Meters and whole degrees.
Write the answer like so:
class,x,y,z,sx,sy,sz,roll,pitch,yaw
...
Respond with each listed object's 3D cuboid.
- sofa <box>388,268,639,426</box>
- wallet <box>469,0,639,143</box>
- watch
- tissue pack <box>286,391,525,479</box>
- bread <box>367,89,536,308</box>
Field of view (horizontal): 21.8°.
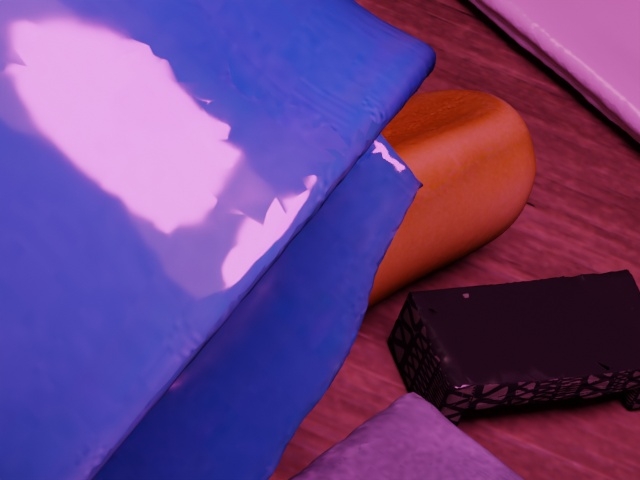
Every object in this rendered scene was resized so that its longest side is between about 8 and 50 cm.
class,x,y,z,sx,sy,sz,roll,pitch,yaw
sofa,0.096,0.050,0.753,0.118,0.039,0.060,-5,50,-23
wallet,0.170,-0.117,0.938,0.124,0.032,0.183,-30,65,-37
watch,-0.117,0.020,0.501,0.241,0.274,0.305,38,89,-2
tissue pack,-0.006,0.248,0.477,0.288,0.124,0.394,43,49,18
bread,0.000,0.000,0.739,0.239,0.074,0.092,-26,26,-36
